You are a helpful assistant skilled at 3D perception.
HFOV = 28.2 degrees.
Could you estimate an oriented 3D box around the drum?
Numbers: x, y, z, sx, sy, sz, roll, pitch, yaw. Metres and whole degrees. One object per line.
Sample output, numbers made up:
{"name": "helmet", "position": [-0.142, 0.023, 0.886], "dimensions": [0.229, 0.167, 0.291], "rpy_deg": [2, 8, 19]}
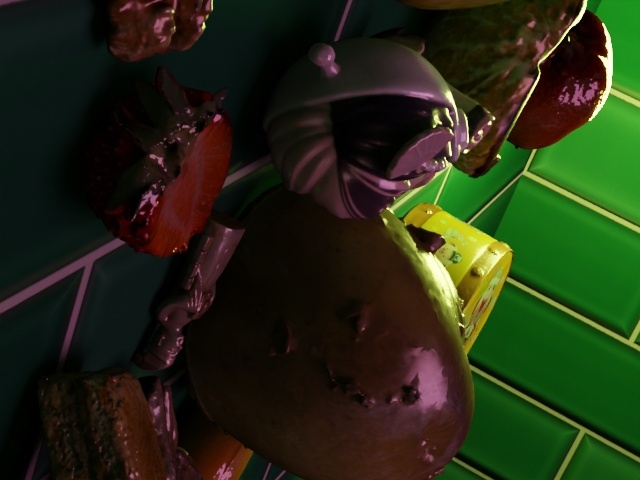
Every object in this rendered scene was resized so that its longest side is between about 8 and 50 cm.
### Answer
{"name": "drum", "position": [0.213, 0.147, 2.668], "dimensions": [0.431, 0.214, 0.431], "rpy_deg": [-55, 165, -23]}

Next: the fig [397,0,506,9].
{"name": "fig", "position": [0.187, -0.393, 1.511], "dimensions": [0.326, 0.258, 0.258], "rpy_deg": [-39, 156, -28]}

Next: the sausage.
{"name": "sausage", "position": [-0.138, 0.271, 1.888], "dimensions": [0.354, 0.116, 0.134], "rpy_deg": [-56, -178, -32]}

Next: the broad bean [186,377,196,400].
{"name": "broad bean", "position": [-0.124, 0.143, 1.826], "dimensions": [0.153, 0.072, 0.206], "rpy_deg": [98, 14, -56]}

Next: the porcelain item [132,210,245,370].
{"name": "porcelain item", "position": [-0.162, 0.068, 1.556], "dimensions": [0.213, 0.054, 0.084], "rpy_deg": [-63, 164, 10]}

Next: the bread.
{"name": "bread", "position": [-0.230, 0.230, 1.370], "dimensions": [0.138, 0.102, 0.196], "rpy_deg": [14, 65, -86]}

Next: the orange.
{"name": "orange", "position": [0.263, -0.299, 1.997], "dimensions": [0.368, 0.210, 0.271], "rpy_deg": [-58, -172, -7]}

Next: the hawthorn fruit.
{"name": "hawthorn fruit", "position": [0.405, -0.316, 2.371], "dimensions": [0.295, 0.295, 0.311], "rpy_deg": [-61, 166, -4]}

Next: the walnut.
{"name": "walnut", "position": [-0.125, -0.232, 1.102], "dimensions": [0.143, 0.069, 0.170], "rpy_deg": [-32, 145, -60]}

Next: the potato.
{"name": "potato", "position": [0.068, 0.153, 1.719], "dimensions": [0.385, 0.319, 0.442], "rpy_deg": [-52, 142, -18]}

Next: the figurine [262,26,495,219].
{"name": "figurine", "position": [0.055, -0.149, 1.605], "dimensions": [0.253, 0.211, 0.361], "rpy_deg": [-26, -175, 20]}

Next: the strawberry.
{"name": "strawberry", "position": [-0.153, -0.074, 1.244], "dimensions": [0.174, 0.098, 0.228], "rpy_deg": [-59, 169, -4]}

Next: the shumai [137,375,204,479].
{"name": "shumai", "position": [-0.247, 0.318, 1.572], "dimensions": [0.346, 0.217, 0.283], "rpy_deg": [-88, 158, -63]}
